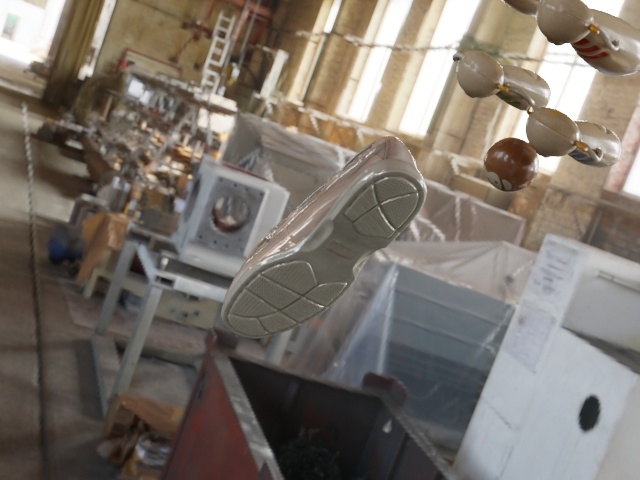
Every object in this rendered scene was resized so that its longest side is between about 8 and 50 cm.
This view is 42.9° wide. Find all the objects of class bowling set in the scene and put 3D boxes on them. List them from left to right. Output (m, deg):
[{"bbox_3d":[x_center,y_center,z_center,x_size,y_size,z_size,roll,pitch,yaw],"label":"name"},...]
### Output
[{"bbox_3d":[0.200,-0.123,0.718,0.154,0.200,0.287,5,31,-47],"label":"bowling set"}]

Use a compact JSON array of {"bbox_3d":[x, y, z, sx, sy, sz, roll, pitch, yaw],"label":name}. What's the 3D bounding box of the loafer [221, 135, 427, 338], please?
[{"bbox_3d":[0.000,0.000,0.392,0.045,0.125,0.039,34,29,-28],"label":"loafer"}]
